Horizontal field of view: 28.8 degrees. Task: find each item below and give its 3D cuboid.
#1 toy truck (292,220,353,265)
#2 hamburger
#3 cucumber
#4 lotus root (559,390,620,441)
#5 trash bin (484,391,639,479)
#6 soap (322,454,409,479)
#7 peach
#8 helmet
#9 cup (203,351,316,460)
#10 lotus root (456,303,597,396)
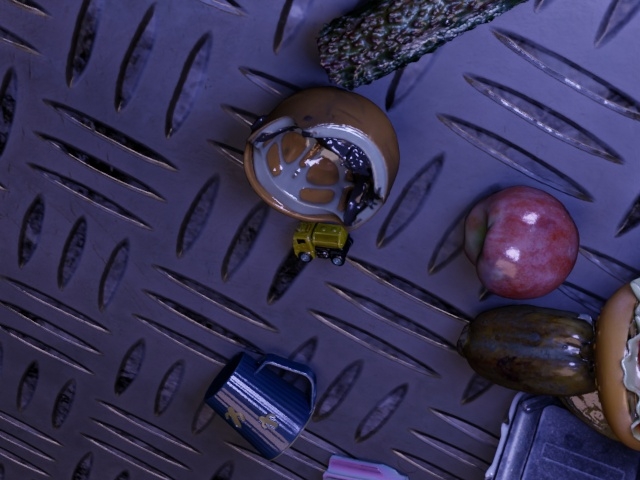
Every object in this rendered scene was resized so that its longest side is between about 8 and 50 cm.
[{"bbox_3d":[0.000,0.000,1.821,0.083,0.049,0.054,6,136,21],"label":"toy truck"},{"bbox_3d":[0.458,0.157,1.584,0.212,0.274,0.274,-5,132,29],"label":"hamburger"},{"bbox_3d":[0.151,-0.273,1.407,0.359,0.096,0.096,-20,123,40],"label":"cucumber"},{"bbox_3d":[0.403,0.225,1.824,0.179,0.080,0.089,45,118,-6],"label":"lotus root"},{"bbox_3d":[0.357,0.445,1.955,0.255,0.296,0.368,19,146,6],"label":"trash bin"},{"bbox_3d":[0.088,0.449,2.267,0.149,0.056,0.100,8,140,21],"label":"soap"},{"bbox_3d":[0.265,0.010,1.629,0.152,0.152,0.152,15,140,13],"label":"peach"},{"bbox_3d":[0.012,-0.120,1.620,0.198,0.130,0.224,43,148,-17],"label":"helmet"},{"bbox_3d":[-0.094,0.263,2.118,0.155,0.131,0.176,38,110,-10],"label":"cup"},{"bbox_3d":[0.305,0.154,1.753,0.123,0.124,0.241,29,165,-39],"label":"lotus root"}]
